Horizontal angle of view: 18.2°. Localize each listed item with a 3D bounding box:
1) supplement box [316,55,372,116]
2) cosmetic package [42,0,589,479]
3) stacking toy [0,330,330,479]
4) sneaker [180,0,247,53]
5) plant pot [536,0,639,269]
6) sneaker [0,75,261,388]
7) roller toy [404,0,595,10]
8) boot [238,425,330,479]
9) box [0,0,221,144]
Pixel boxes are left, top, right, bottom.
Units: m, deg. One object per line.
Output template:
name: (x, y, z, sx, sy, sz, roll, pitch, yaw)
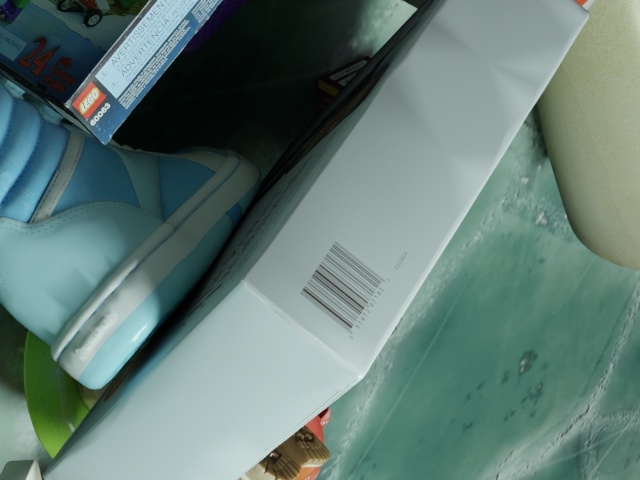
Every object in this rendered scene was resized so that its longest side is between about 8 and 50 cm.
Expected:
supplement box: (0.030, -0.091, 1.536, 0.055, 0.043, 0.083, -28, 136, -36)
cosmetic package: (0.000, 0.000, 1.302, 0.284, 0.097, 0.377, -47, -174, 47)
stacking toy: (-0.103, 0.182, 1.399, 0.279, 0.130, 0.309, 61, 32, -46)
sneaker: (-0.026, -0.215, 1.312, 0.236, 0.104, 0.095, -51, 147, -6)
plant pot: (0.275, -0.160, 1.639, 0.256, 0.256, 0.274, -45, 129, -17)
sneaker: (-0.159, -0.045, 1.281, 0.127, 0.208, 0.319, -49, -175, 15)
roller toy: (0.135, -0.243, 1.449, 0.191, 0.146, 0.209, -56, 146, -1)
boot: (-0.047, 0.163, 1.386, 0.084, 0.059, 0.158, -50, 171, 16)
box: (-0.148, -0.170, 1.080, 0.159, 0.233, 0.044, -52, 144, -7)
